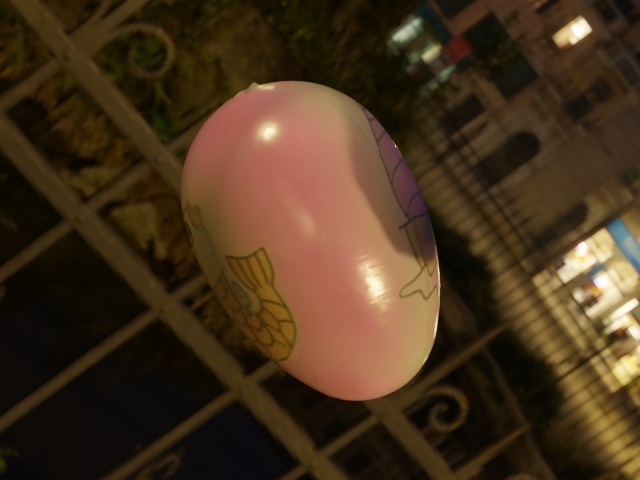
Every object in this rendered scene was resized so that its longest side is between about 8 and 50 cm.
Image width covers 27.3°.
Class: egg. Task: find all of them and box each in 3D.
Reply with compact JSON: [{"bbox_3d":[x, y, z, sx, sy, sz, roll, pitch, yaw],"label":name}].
[{"bbox_3d":[0.000,0.000,1.076,0.271,0.196,0.196,52,9,0],"label":"egg"}]
